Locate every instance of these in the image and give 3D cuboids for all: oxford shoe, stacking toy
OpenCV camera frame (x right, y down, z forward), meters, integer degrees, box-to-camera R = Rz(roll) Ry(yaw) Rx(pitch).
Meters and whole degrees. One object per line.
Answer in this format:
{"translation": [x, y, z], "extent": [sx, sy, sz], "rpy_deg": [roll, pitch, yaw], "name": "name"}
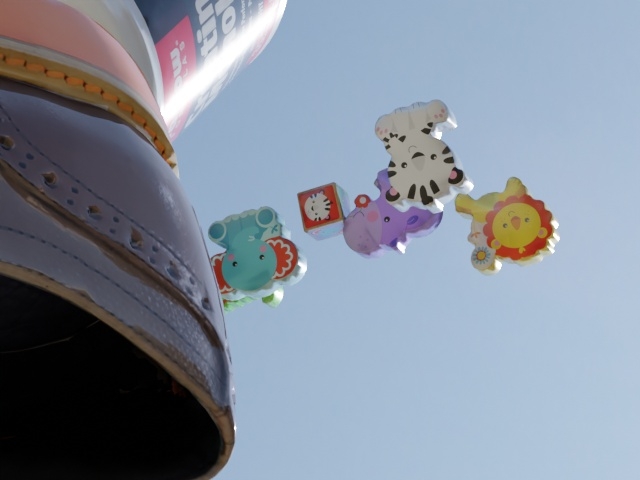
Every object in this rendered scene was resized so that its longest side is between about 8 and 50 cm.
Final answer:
{"translation": [-0.177, -0.003, 0.394], "extent": [0.364, 0.132, 0.130], "rpy_deg": [3, -51, -32], "name": "oxford shoe"}
{"translation": [0.000, 0.000, 1.000], "extent": [0.221, 0.052, 0.167], "rpy_deg": [-16, -18, 16], "name": "stacking toy"}

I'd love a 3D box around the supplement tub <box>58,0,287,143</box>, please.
{"translation": [-0.148, -0.123, 1.071], "extent": [0.191, 0.272, 0.191], "rpy_deg": [12, -56, 18], "name": "supplement tub"}
